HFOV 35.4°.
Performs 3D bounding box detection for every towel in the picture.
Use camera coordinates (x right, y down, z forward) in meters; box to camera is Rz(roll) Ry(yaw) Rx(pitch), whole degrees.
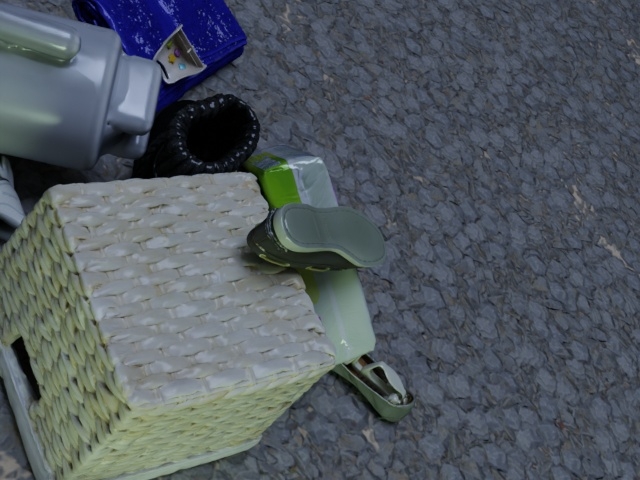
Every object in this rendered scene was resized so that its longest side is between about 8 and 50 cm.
[{"bbox_3d":[-0.260,-0.368,1.728,0.227,0.076,0.308,61,40,-15],"label":"towel"}]

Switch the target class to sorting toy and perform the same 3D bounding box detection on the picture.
[{"bbox_3d":[-0.240,-0.297,1.643,0.075,0.045,0.083,-51,127,-30],"label":"sorting toy"}]

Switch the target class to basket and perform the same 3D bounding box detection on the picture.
[{"bbox_3d":[-0.215,0.108,1.281,0.331,0.266,0.328,-7,62,-40],"label":"basket"}]

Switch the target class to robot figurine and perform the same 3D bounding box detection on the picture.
[{"bbox_3d":[-0.401,-0.212,1.365,0.354,0.300,0.199,12,60,-13],"label":"robot figurine"}]

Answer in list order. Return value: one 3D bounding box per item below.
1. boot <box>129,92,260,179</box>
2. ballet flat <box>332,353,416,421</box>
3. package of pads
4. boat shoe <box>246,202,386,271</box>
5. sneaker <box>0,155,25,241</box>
[{"bbox_3d":[-0.187,-0.150,1.515,0.131,0.260,0.348,29,44,-16],"label":"boot"},{"bbox_3d":[0.065,0.194,1.576,0.213,0.068,0.072,44,41,0],"label":"ballet flat"},{"bbox_3d":[-0.025,0.012,1.464,0.101,0.229,0.296,-18,104,-11],"label":"package of pads"},{"bbox_3d":[0.000,0.000,1.291,0.228,0.069,0.081,12,60,-51],"label":"boat shoe"},{"bbox_3d":[-0.509,-0.028,1.287,0.292,0.110,0.118,-20,80,-45],"label":"sneaker"}]
